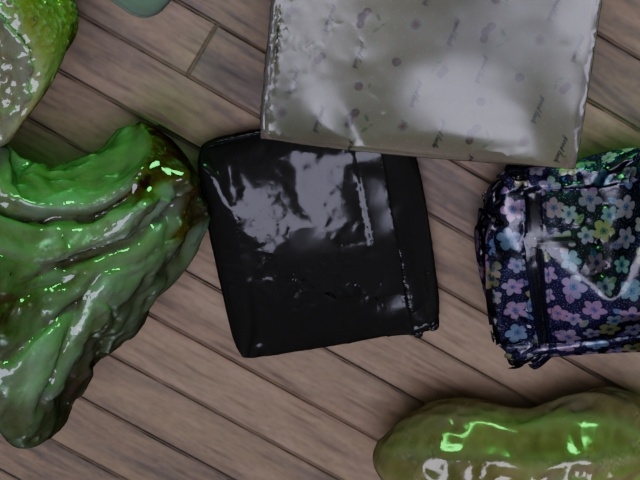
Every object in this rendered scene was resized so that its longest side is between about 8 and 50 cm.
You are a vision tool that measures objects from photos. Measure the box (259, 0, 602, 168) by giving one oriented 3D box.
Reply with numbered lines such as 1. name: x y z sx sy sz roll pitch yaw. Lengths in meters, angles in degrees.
1. box: 0.104 -0.207 1.821 0.297 0.190 0.225 6 112 2

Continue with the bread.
1. bread: -0.328 -0.210 1.808 0.196 0.246 0.176 26 112 -11

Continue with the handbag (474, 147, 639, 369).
1. handbag: 0.258 0.020 1.933 0.208 0.127 0.228 -4 111 11

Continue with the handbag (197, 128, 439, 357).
1. handbag: 0.000 0.000 1.961 0.223 0.080 0.246 -8 111 5

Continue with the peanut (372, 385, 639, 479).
1. peanut: 0.211 0.224 2.006 0.313 0.149 0.149 2 111 2

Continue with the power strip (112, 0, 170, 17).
1. power strip: -0.152 -0.357 1.825 0.194 0.059 0.265 38 109 -22

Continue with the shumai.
1. shumai: -0.226 0.020 1.872 0.263 0.309 0.304 -21 68 5
